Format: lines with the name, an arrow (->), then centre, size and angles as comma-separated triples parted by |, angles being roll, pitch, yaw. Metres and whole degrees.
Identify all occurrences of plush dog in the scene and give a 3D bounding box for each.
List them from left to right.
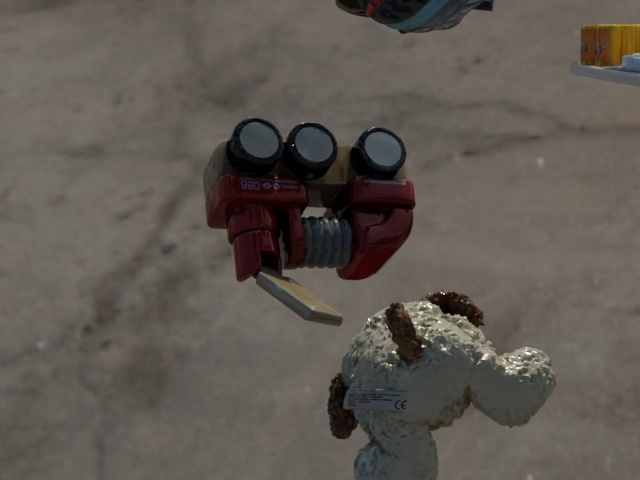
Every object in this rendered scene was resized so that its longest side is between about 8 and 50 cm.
plush dog -> 0.098, 0.144, 1.738 | 0.262, 0.211, 0.225 | -36, 17, -7

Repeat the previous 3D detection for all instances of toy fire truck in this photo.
toy fire truck -> 0.000, 0.000, 1.609 | 0.217, 0.158, 0.246 | 3, 63, -21

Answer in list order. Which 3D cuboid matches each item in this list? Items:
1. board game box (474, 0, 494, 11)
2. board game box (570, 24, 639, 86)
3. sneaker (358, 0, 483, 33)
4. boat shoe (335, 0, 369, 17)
board game box -> 0.119, -0.320, 1.551 | 0.141, 0.048, 0.170 | 9, 68, 14
board game box -> 0.449, -0.167, 1.322 | 0.390, 0.050, 0.390 | -3, 8, -4
sneaker -> 0.142, -0.266, 1.200 | 0.104, 0.262, 0.125 | 56, 19, 23
boat shoe -> 0.080, -0.278, 1.418 | 0.080, 0.073, 0.223 | 11, -21, -19
